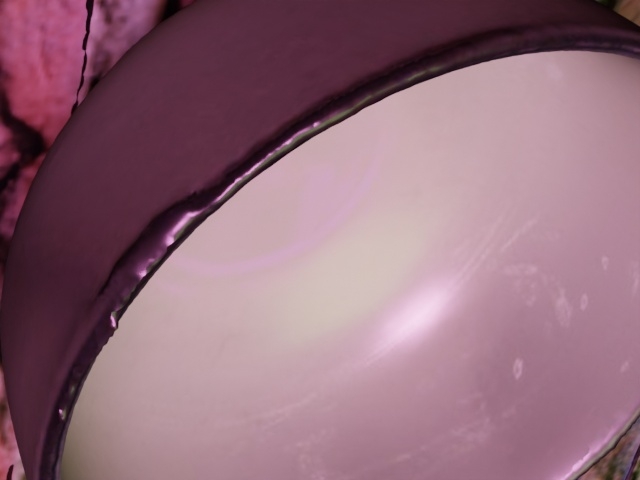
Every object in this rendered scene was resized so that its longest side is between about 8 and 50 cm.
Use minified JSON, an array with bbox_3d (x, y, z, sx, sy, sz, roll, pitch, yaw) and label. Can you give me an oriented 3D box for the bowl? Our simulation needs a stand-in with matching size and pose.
[{"bbox_3d":[0.000,0.000,0.844,0.354,0.185,0.354,-22,140,-20],"label":"bowl"}]
